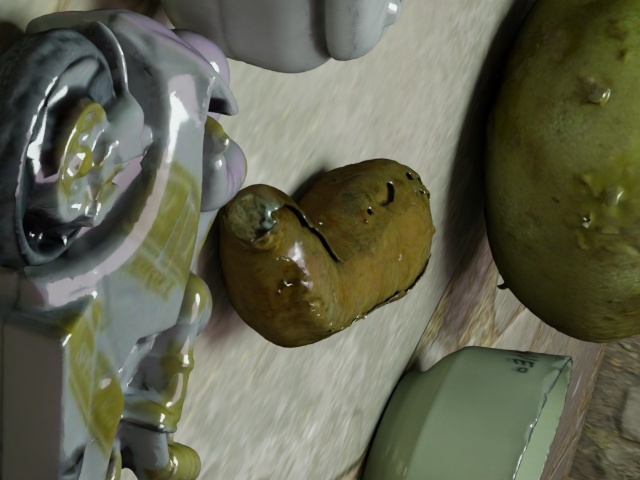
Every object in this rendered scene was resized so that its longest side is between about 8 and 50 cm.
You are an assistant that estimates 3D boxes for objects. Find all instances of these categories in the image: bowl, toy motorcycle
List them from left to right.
[{"bbox_3d":[-0.066,0.004,0.606,0.225,0.073,0.152,95,16,-45],"label":"toy motorcycle"},{"bbox_3d":[0.097,0.165,1.432,0.211,0.112,0.211,18,90,-77],"label":"bowl"}]

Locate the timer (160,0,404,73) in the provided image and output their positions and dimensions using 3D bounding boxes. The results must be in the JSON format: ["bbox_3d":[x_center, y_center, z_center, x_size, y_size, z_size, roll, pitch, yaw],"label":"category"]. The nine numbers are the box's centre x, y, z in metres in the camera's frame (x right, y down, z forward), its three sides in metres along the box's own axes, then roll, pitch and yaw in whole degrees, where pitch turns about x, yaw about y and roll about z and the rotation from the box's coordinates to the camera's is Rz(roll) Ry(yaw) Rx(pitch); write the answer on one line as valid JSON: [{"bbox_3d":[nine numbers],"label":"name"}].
[{"bbox_3d":[0.016,-0.192,0.630,0.262,0.087,0.237,87,25,-60],"label":"timer"}]

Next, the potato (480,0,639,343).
[{"bbox_3d":[0.229,-0.072,1.430,0.270,0.219,0.359,-56,169,-22],"label":"potato"}]

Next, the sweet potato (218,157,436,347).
[{"bbox_3d":[-0.001,0.006,0.919,0.233,0.062,0.081,-17,110,-70],"label":"sweet potato"}]
